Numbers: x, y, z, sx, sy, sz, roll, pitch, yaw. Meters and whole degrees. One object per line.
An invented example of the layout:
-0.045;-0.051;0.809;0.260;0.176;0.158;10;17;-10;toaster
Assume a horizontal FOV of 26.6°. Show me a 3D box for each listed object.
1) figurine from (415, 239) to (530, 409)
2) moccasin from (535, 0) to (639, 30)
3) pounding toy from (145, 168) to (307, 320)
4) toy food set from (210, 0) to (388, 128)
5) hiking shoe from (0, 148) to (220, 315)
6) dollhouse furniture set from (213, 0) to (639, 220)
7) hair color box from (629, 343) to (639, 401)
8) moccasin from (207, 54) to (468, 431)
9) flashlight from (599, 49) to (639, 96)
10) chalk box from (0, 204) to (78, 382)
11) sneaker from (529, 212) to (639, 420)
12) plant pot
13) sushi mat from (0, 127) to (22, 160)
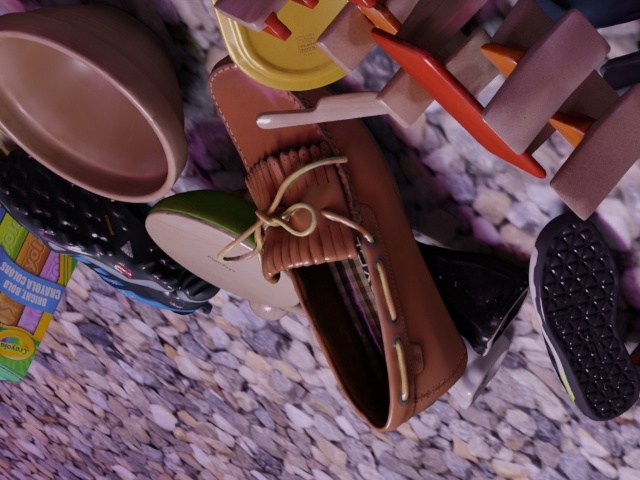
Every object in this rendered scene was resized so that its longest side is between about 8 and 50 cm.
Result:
0.098;0.058;1.413;0.209;0.092;0.215;32;153;16;figurine
0.137;-0.266;0.836;0.117;0.137;0.342;-1;152;38;moccasin
-0.063;-0.007;1.439;0.183;0.110;0.237;4;150;49;pounding toy
-0.022;-0.197;1.107;0.128;0.071;0.218;-13;130;2;toy food set
-0.262;0.005;1.624;0.304;0.113;0.132;31;151;0;hiking shoe
0.066;-0.128;0.947;0.259;0.135;0.262;40;178;-32;dollhouse furniture set
0.343;0.116;1.302;0.072;0.043;0.141;27;152;6;hair color box
-0.002;0.000;1.263;0.139;0.147;0.380;-11;108;45;moccasin
0.320;-0.113;0.900;0.304;0.103;0.103;-7;135;47;flashlight
-0.449;0.067;1.688;0.180;0.289;0.179;1;152;44;chalk box
0.234;0.071;1.289;0.097;0.084;0.234;-128;18;-60;sneaker
-0.219;-0.154;1.339;0.237;0.109;0.237;24;151;14;plant pot
-0.499;-0.188;1.643;0.316;0.019;0.151;40;151;-14;sushi mat
